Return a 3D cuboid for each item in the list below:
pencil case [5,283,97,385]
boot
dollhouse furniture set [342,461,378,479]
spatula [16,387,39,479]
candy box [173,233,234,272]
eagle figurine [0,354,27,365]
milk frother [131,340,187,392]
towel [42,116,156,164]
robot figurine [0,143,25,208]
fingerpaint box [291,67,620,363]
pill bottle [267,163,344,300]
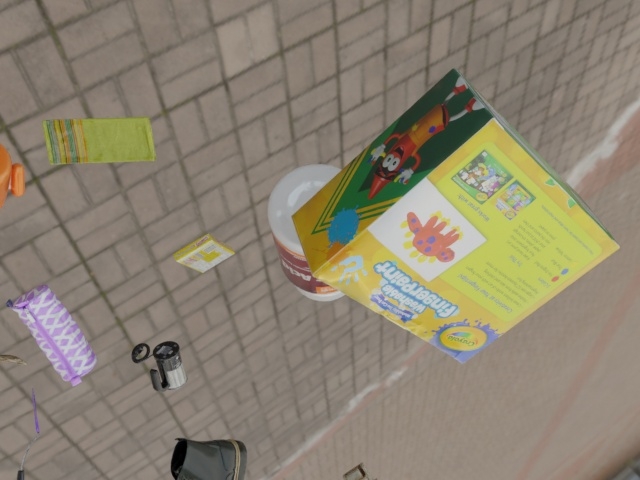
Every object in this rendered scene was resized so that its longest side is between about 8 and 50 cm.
[{"bbox_3d":[-0.530,0.185,1.484,0.086,0.088,0.206,-30,110,-1],"label":"pencil case"},{"bbox_3d":[-0.198,0.427,1.232,0.076,0.198,0.137,-20,151,37],"label":"boot"},{"bbox_3d":[0.022,0.668,1.673,0.303,0.174,0.355,-33,169,-3],"label":"dollhouse furniture set"},{"bbox_3d":[-0.628,0.469,1.594,0.030,0.297,0.084,9,163,-17],"label":"spatula"},{"bbox_3d":[-0.296,0.035,1.913,0.105,0.027,0.206,-29,167,3],"label":"candy box"},{"bbox_3d":[-0.901,0.253,1.846,0.226,0.225,0.298,-21,163,-10],"label":"eagle figurine"},{"bbox_3d":[-0.505,0.390,2.330,0.129,0.143,0.135,-32,132,-33],"label":"milk frother"},{"bbox_3d":[-0.476,-0.213,1.599,0.237,0.021,0.102,-1,119,6],"label":"towel"},{"bbox_3d":[-0.681,-0.121,1.473,0.158,0.128,0.219,-40,175,-40],"label":"robot figurine"},{"bbox_3d":[0.238,-0.017,1.289,0.371,0.163,0.444,-42,131,20],"label":"fingerpaint box"},{"bbox_3d":[0.000,0.000,1.812,0.224,0.224,0.392,-35,159,-11],"label":"pill bottle"}]
